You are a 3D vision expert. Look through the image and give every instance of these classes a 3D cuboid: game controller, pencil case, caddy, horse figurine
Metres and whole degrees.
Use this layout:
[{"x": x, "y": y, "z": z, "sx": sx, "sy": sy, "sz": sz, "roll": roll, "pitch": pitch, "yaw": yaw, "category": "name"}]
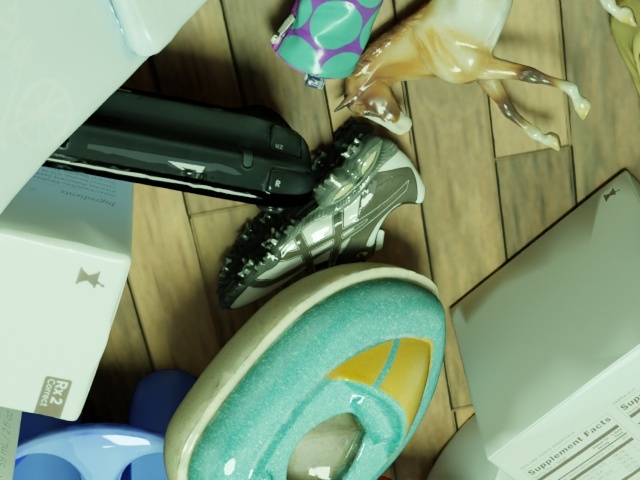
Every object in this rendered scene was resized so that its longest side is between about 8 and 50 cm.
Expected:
[{"x": -0.163, "y": -0.082, "z": 1.066, "sx": 0.319, "sy": 0.166, "sz": 0.067, "roll": 11, "pitch": 100, "yaw": -13, "category": "game controller"}, {"x": 0.013, "y": -0.189, "z": 1.075, "sx": 0.070, "sy": 0.064, "sz": 0.152, "roll": 4, "pitch": 123, "yaw": -25, "category": "pencil case"}, {"x": -0.187, "y": 0.270, "z": 1.284, "sx": 0.241, "sy": 0.179, "sz": 0.341, "roll": 0, "pitch": 123, "yaw": -7, "category": "caddy"}, {"x": 0.138, "y": -0.171, "z": 1.090, "sx": 0.174, "sy": 0.066, "sz": 0.263, "roll": 25, "pitch": 127, "yaw": -1, "category": "horse figurine"}]

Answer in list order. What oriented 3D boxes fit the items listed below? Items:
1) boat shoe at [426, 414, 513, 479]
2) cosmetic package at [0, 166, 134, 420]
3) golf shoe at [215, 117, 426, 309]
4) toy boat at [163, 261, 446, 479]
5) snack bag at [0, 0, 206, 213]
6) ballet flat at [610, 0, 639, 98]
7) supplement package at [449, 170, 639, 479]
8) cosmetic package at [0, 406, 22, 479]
[{"x": 0.138, "y": 0.301, "z": 1.335, "sx": 0.102, "sy": 0.108, "sz": 0.301, "roll": 19, "pitch": 87, "yaw": -24, "category": "boat shoe"}, {"x": -0.228, "y": 0.008, "z": 1.107, "sx": 0.151, "sy": 0.184, "sz": 0.151, "roll": 14, "pitch": 120, "yaw": -14, "category": "cosmetic package"}, {"x": 0.000, "y": 0.000, "z": 1.189, "sx": 0.094, "sy": 0.077, "sz": 0.198, "roll": 36, "pitch": 114, "yaw": -25, "category": "golf shoe"}, {"x": 0.036, "y": 0.170, "z": 1.187, "sx": 0.267, "sy": 0.148, "sz": 0.318, "roll": -48, "pitch": 133, "yaw": -14, "category": "toy boat"}, {"x": -0.159, "y": -0.224, "z": 0.893, "sx": 0.342, "sy": 0.037, "sz": 0.323, "roll": -49, "pitch": 140, "yaw": -26, "category": "snack bag"}, {"x": 0.288, "y": -0.094, "z": 1.158, "sx": 0.080, "sy": 0.073, "sz": 0.232, "roll": -30, "pitch": 121, "yaw": 12, "category": "ballet flat"}, {"x": 0.275, "y": 0.127, "z": 1.224, "sx": 0.198, "sy": 0.199, "sz": 0.262, "roll": -40, "pitch": 118, "yaw": 20, "category": "supplement package"}, {"x": -0.354, "y": 0.114, "z": 1.139, "sx": 0.224, "sy": 0.224, "sz": 0.138, "roll": 29, "pitch": 116, "yaw": -22, "category": "cosmetic package"}]
